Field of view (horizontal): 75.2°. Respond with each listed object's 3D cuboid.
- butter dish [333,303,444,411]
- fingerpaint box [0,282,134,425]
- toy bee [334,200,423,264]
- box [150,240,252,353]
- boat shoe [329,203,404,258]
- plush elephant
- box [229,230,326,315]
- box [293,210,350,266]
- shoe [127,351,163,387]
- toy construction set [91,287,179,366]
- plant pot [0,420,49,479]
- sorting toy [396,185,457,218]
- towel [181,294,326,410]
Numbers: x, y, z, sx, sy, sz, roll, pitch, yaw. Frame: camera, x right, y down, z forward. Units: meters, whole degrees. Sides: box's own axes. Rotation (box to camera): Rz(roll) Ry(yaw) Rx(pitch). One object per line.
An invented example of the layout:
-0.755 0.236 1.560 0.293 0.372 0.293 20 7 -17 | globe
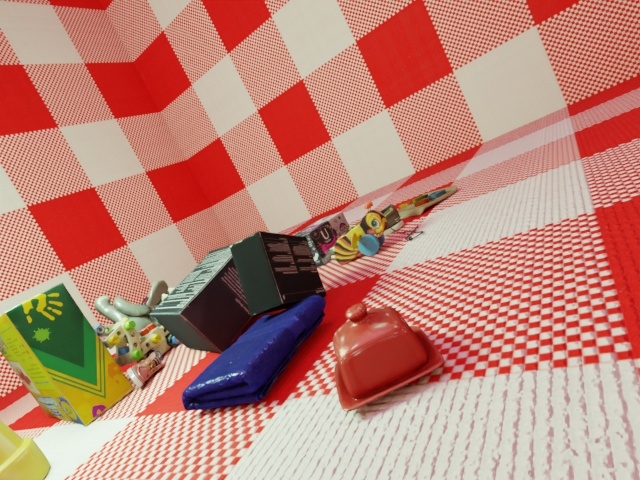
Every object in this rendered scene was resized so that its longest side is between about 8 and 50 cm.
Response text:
0.077 0.150 0.626 0.160 0.118 0.160 -27 8 1 | butter dish
-0.815 0.355 1.281 0.444 0.371 0.163 -20 13 44 | fingerpaint box
0.162 -0.041 1.385 0.298 0.162 0.195 -26 7 6 | toy bee
-0.325 0.176 1.290 0.296 0.183 0.294 -14 31 53 | box
0.161 -0.031 1.554 0.305 0.091 0.109 -28 8 -4 | boat shoe
-0.708 0.296 1.732 0.329 0.272 0.255 12 45 30 | plush elephant
-0.103 0.085 1.096 0.103 0.184 0.261 -27 -13 20 | box
0.000 0.000 1.693 0.163 0.142 0.247 -20 11 42 | box
-0.525 0.385 1.256 0.081 0.063 0.178 -36 6 -19 | shoe
-0.593 0.306 1.423 0.151 0.215 0.327 -19 11 40 | toy construction set
-0.759 0.471 0.868 0.254 0.239 0.254 -26 9 4 | plant pot
0.392 -0.153 1.748 0.229 0.041 0.307 -31 9 -27 | sorting toy
-0.127 0.242 0.893 0.227 0.076 0.308 -28 6 34 | towel
